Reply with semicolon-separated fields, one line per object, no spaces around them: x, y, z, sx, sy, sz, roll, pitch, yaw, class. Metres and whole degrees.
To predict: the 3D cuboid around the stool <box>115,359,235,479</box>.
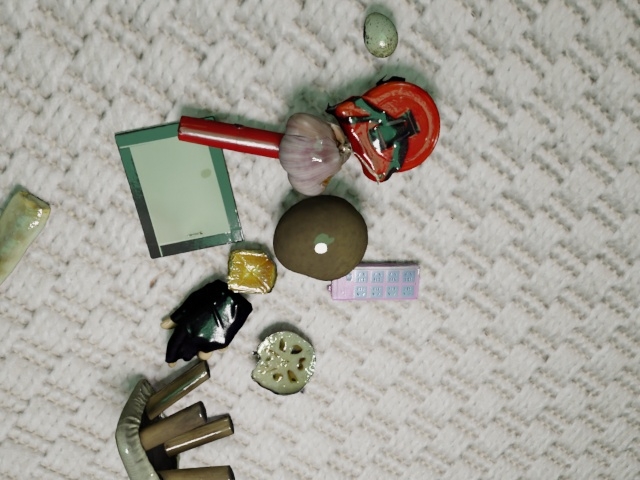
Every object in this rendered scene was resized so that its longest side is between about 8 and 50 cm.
-0.379;0.536;1.243;0.226;0.310;0.310;-18;107;-5;stool

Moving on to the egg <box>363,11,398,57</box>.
0.147;-0.511;1.129;0.085;0.085;0.110;-30;103;2;egg

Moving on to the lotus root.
-0.115;0.352;1.339;0.183;0.078;0.203;-48;112;-7;lotus root

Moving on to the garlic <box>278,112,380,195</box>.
0.023;-0.217;1.142;0.257;0.207;0.206;13;103;-10;garlic

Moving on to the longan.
0.000;0.000;1.184;0.249;0.248;0.247;-2;105;-6;longan

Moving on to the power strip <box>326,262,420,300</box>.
0.160;0.121;1.324;0.279;0.037;0.109;0;105;-6;power strip

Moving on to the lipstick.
-0.218;-0.261;1.155;0.280;0.073;0.073;8;104;-14;lipstick

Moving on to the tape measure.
0.178;-0.295;1.176;0.261;0.114;0.253;-29;106;2;tape measure

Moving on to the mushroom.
-0.816;0.019;1.174;0.100;0.081;0.312;34;95;-17;mushroom

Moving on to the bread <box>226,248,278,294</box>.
-0.188;0.083;1.247;0.140;0.069;0.127;5;91;-17;bread

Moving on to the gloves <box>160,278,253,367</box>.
-0.335;0.242;1.260;0.197;0.152;0.301;39;113;11;gloves

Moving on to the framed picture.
-0.370;-0.135;1.211;0.265;0.016;0.346;-13;105;-3;framed picture
